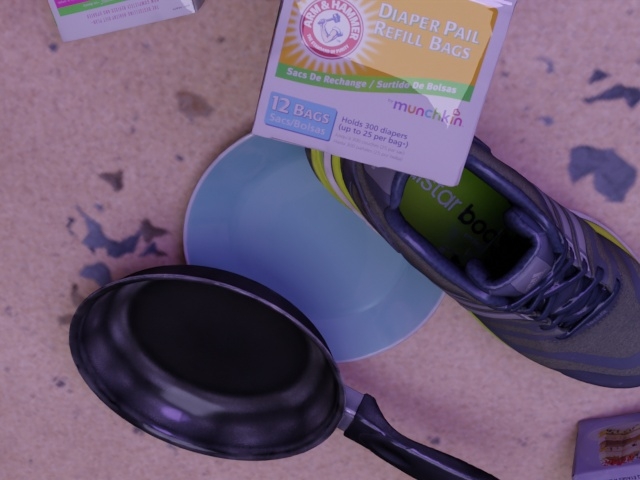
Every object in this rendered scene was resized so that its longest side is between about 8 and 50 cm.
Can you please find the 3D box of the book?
[{"bbox_3d":[-0.139,-0.201,0.763,0.096,0.035,0.144,-11,115,12],"label":"book"}]

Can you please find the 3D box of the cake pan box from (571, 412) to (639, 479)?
[{"bbox_3d":[0.345,0.221,0.892,0.267,0.070,0.245,-13,117,24],"label":"cake pan box"}]

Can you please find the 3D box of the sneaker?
[{"bbox_3d":[0.121,0.016,0.783,0.300,0.121,0.111,32,102,-22],"label":"sneaker"}]

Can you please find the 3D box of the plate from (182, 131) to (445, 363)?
[{"bbox_3d":[0.000,0.000,0.857,0.188,0.024,0.188,1,116,2],"label":"plate"}]

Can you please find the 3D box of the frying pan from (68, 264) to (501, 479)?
[{"bbox_3d":[-0.013,0.091,0.850,0.326,0.053,0.197,6,136,11],"label":"frying pan"}]

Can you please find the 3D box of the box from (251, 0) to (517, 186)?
[{"bbox_3d":[0.036,-0.125,0.692,0.114,0.203,0.103,14,116,-3],"label":"box"}]
